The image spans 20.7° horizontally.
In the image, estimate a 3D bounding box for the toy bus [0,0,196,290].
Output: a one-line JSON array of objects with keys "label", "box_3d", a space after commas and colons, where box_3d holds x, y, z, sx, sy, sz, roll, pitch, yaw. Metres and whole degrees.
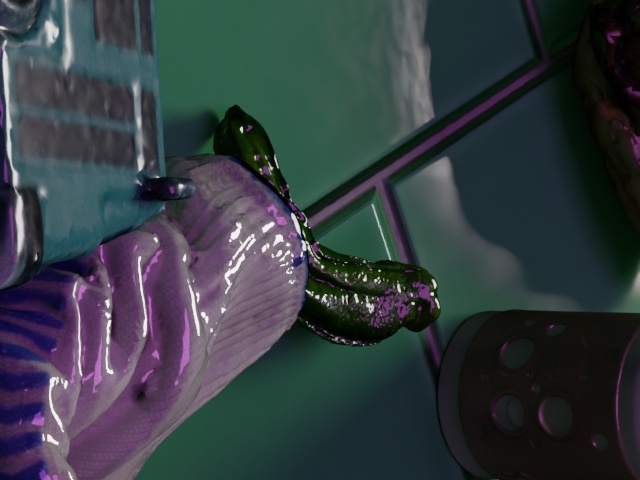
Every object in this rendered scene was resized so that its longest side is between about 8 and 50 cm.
[{"label": "toy bus", "box_3d": [-0.113, -0.112, 0.437, 0.147, 0.128, 0.256, -6, 92, -75]}]

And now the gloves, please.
[{"label": "gloves", "box_3d": [-0.086, 0.059, 0.507, 0.097, 0.119, 0.229, 29, 48, 5]}]

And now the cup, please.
[{"label": "cup", "box_3d": [0.102, 0.075, 0.696, 0.074, 0.099, 0.102, 49, 55, -33]}]

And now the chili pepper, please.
[{"label": "chili pepper", "box_3d": [-0.005, 0.006, 0.637, 0.118, 0.035, 0.055, 41, 47, -27]}]

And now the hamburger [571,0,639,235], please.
[{"label": "hamburger", "box_3d": [0.207, -0.077, 0.815, 0.206, 0.130, 0.183, -36, 114, -21]}]
